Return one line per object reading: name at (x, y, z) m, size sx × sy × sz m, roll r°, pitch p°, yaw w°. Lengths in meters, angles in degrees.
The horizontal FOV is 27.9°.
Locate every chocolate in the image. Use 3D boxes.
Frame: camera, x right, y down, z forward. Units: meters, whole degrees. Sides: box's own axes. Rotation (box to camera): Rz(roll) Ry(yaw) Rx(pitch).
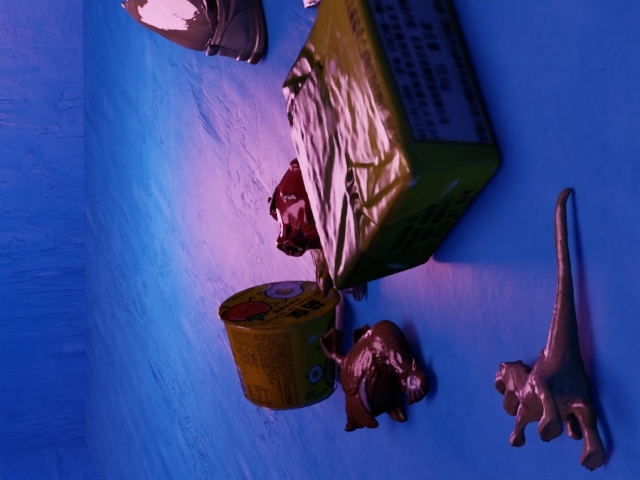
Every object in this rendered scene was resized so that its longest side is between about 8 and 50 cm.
chocolate at (0.075, -0.136, 1.500) m, size 0.289 × 0.137 × 0.301 m, roll 119°, pitch 140°, yaw -59°

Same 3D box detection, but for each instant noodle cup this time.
instant noodle cup at (-0.053, 0.156, 1.890) m, size 0.182 × 0.182 × 0.144 m, roll -140°, pitch 40°, yaw -64°

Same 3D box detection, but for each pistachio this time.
pistachio at (0.000, 0.000, 1.873) m, size 0.089 × 0.049 × 0.173 m, roll 69°, pitch -177°, yaw -62°

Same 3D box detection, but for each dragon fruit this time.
dragon fruit at (-0.001, -0.047, 1.741) m, size 0.166 × 0.133 × 0.136 m, roll -65°, pitch 14°, yaw -25°

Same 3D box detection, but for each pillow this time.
pillow at (-0.260, -0.437, 2.347) m, size 0.075 × 0.185 × 0.302 m, roll -62°, pitch 11°, yaw -17°

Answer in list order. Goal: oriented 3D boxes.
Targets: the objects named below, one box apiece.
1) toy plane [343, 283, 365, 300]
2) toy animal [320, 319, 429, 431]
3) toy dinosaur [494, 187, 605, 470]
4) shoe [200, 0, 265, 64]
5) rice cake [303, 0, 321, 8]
toy plane at (0.047, 0.043, 1.779) m, size 0.078 × 0.031 × 0.083 m, roll -143°, pitch 51°, yaw -85°
toy animal at (0.076, 0.191, 1.663) m, size 0.179 × 0.089 × 0.188 m, roll 40°, pitch 128°, yaw 47°
toy dinosaur at (0.221, 0.110, 1.245) m, size 0.200 × 0.072 × 0.251 m, roll -101°, pitch 8°, yaw -49°
shoe at (-0.159, -0.427, 2.157) m, size 0.103 × 0.098 × 0.275 m, roll 136°, pitch 127°, yaw -62°
rice cake at (0.023, -0.369, 1.732) m, size 0.226 × 0.040 × 0.085 m, roll 178°, pitch 87°, yaw -71°
